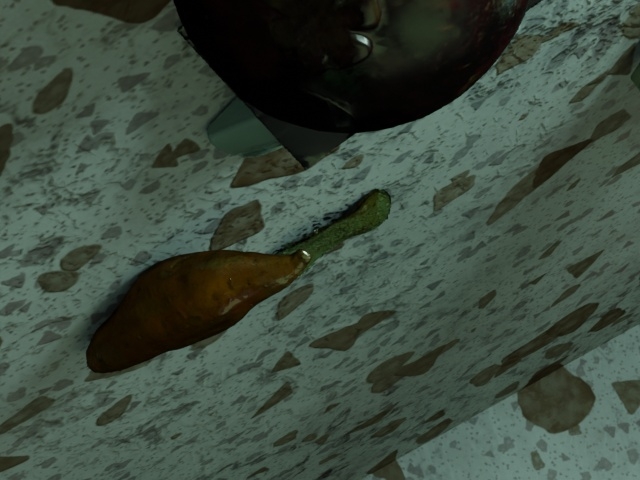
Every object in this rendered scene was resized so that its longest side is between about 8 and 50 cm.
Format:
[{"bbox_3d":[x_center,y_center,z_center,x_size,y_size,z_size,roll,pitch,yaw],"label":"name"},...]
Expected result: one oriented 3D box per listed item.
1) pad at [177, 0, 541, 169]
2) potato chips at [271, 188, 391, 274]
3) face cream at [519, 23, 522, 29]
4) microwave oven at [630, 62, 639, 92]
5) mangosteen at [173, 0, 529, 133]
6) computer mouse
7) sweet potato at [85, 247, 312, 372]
[{"bbox_3d":[0.072,-0.239,1.515,0.367,0.007,0.247,-36,137,7],"label":"pad"},{"bbox_3d":[0.000,0.000,2.057,0.209,0.026,0.142,-38,162,22],"label":"potato chips"},{"bbox_3d":[0.210,-0.272,1.721,0.034,0.034,0.130,-28,158,-9],"label":"face cream"},{"bbox_3d":[0.615,-0.254,1.990,0.218,0.286,0.355,-19,152,-33],"label":"microwave oven"},{"bbox_3d":[0.027,-0.228,1.232,0.311,0.311,0.311,-27,159,-12],"label":"mangosteen"},{"bbox_3d":[-0.013,-0.147,1.639,0.231,0.079,0.128,-40,154,31],"label":"computer mouse"},{"bbox_3d":[-0.165,0.072,1.869,0.359,0.112,0.112,-22,165,26],"label":"sweet potato"}]
